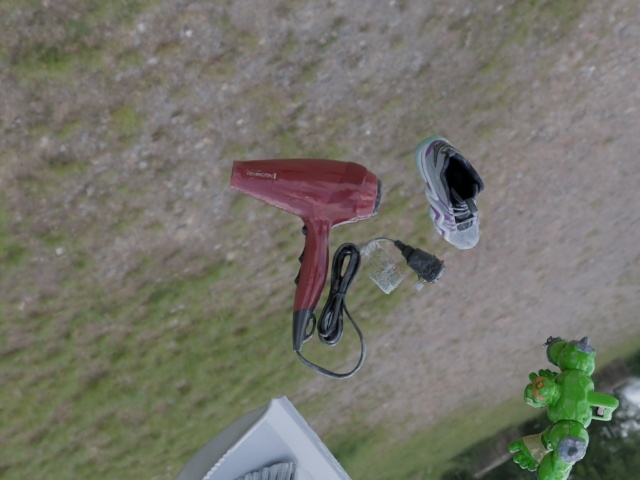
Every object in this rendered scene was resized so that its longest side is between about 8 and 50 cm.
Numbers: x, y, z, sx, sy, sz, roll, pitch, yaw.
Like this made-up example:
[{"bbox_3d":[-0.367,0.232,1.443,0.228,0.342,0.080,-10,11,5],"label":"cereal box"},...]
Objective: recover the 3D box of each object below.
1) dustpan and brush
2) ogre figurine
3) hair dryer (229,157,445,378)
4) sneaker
[{"bbox_3d":[-0.081,0.209,0.560,0.211,0.060,0.147,-30,133,1],"label":"dustpan and brush"},{"bbox_3d":[0.275,0.189,0.945,0.197,0.096,0.118,-53,167,-27],"label":"ogre figurine"},{"bbox_3d":[0.000,0.000,1.028,0.223,0.293,0.080,-41,175,-19],"label":"hair dryer"},{"bbox_3d":[0.105,-0.027,0.625,0.038,0.098,0.069,-29,-156,-4],"label":"sneaker"}]
